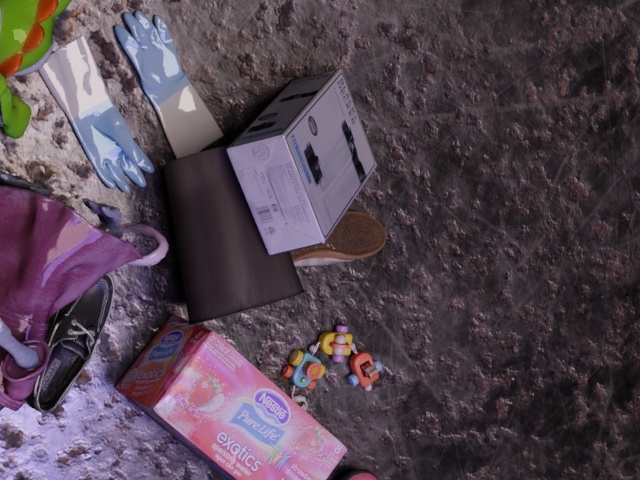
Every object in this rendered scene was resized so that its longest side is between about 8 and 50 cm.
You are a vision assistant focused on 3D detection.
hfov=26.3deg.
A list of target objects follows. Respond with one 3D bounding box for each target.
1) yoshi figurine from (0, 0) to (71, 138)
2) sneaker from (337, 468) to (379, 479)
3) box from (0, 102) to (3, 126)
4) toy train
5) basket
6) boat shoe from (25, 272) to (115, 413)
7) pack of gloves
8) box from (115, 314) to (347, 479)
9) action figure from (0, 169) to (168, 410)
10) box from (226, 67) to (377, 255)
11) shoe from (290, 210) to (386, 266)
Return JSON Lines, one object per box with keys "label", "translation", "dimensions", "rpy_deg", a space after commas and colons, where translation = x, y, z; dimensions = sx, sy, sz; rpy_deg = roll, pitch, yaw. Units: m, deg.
{"label": "yoshi figurine", "translation": [-0.458, -0.221, 1.766], "dimensions": [0.203, 0.203, 0.362], "rpy_deg": [38, 91, 11]}
{"label": "sneaker", "translation": [0.064, 0.519, 2.144], "dimensions": [0.116, 0.136, 0.314], "rpy_deg": [8, 93, -31]}
{"label": "box", "translation": [-0.509, -0.246, 1.652], "dimensions": [0.216, 0.060, 0.270], "rpy_deg": [-13, 78, 6]}
{"label": "toy train", "translation": [0.023, 0.204, 2.130], "dimensions": [0.166, 0.046, 0.125], "rpy_deg": [-24, 107, -25]}
{"label": "basket", "translation": [-0.131, -0.014, 1.931], "dimensions": [0.204, 0.154, 0.227], "rpy_deg": [-14, 89, -61]}
{"label": "boat shoe", "translation": [-0.341, 0.139, 1.905], "dimensions": [0.077, 0.070, 0.219], "rpy_deg": [29, 83, -29]}
{"label": "pack of gloves", "translation": [-0.257, -0.194, 1.922], "dimensions": [0.195, 0.046, 0.232], "rpy_deg": [-35, 112, -20]}
{"label": "box", "translation": [-0.128, 0.259, 1.993], "dimensions": [0.300, 0.154, 0.142], "rpy_deg": [44, 76, -25]}
{"label": "action figure", "translation": [-0.412, 0.105, 1.819], "dimensions": [0.275, 0.248, 0.370], "rpy_deg": [23, 84, -52]}
{"label": "box", "translation": [-0.019, -0.118, 1.945], "dimensions": [0.169, 0.087, 0.290], "rpy_deg": [69, 24, -17]}
{"label": "shoe", "translation": [0.000, 0.000, 2.090], "dimensions": [0.219, 0.058, 0.077], "rpy_deg": [-6, 82, -32]}
